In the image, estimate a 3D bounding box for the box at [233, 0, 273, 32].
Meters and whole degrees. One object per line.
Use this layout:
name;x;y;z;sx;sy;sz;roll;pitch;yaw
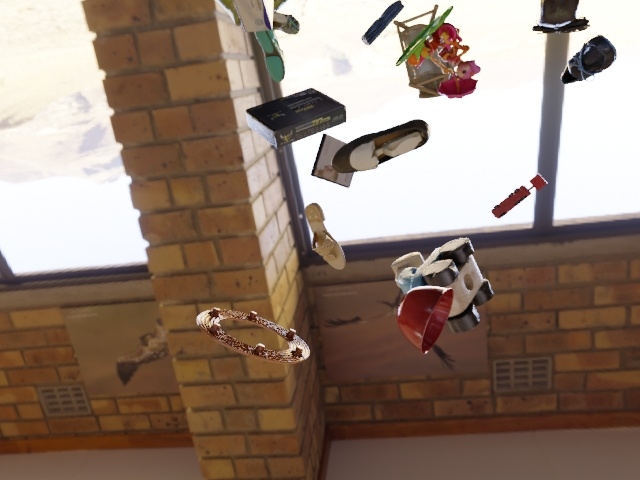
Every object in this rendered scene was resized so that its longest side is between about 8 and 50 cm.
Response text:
box;-0.160;-0.596;1.201;0.072;0.137;0.126;-4;159;7

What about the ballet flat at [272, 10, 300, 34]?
ballet flat;-0.139;-0.707;1.607;0.070;0.070;0.188;-23;-141;-39

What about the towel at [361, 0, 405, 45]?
towel;0.145;-0.516;1.193;0.119;0.029;0.067;-46;-163;10

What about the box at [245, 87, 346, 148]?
box;-0.070;-0.355;1.435;0.233;0.059;0.183;-25;-136;-20

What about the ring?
ring;-0.188;0.262;1.448;0.337;0.032;0.336;21;-174;-2

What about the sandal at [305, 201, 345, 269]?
sandal;-0.005;0.001;1.609;0.088;0.239;0.079;-13;-165;42

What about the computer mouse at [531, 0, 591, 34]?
computer mouse;0.792;-0.737;1.662;0.189;0.072;0.272;3;177;25

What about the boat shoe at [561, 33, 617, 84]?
boat shoe;0.739;-0.480;1.396;0.089;0.109;0.258;-37;169;11

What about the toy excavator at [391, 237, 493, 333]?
toy excavator;0.377;0.141;1.813;0.445;0.222;0.433;-16;-163;43

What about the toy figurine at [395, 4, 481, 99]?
toy figurine;0.265;-0.365;1.028;0.130;0.159;0.173;-55;-168;-24

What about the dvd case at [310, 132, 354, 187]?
dvd case;0.069;-0.329;2.113;0.022;0.180;0.253;21;-173;39

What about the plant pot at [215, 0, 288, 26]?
plant pot;-0.272;-0.934;1.681;0.367;0.352;0.366;-29;-171;5

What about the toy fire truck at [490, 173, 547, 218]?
toy fire truck;0.690;-0.152;1.754;0.192;0.047;0.135;-44;165;27

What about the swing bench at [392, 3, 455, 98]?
swing bench;0.399;-0.679;1.862;0.165;0.253;0.255;-13;176;21

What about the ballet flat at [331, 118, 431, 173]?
ballet flat;0.159;-0.244;1.331;0.281;0.095;0.096;-24;-151;11

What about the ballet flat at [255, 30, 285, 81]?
ballet flat;-0.179;-0.735;1.946;0.083;0.247;0.087;10;-123;25

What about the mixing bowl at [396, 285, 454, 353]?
mixing bowl;0.258;0.187;1.290;0.098;0.181;0.181;24;-148;29
